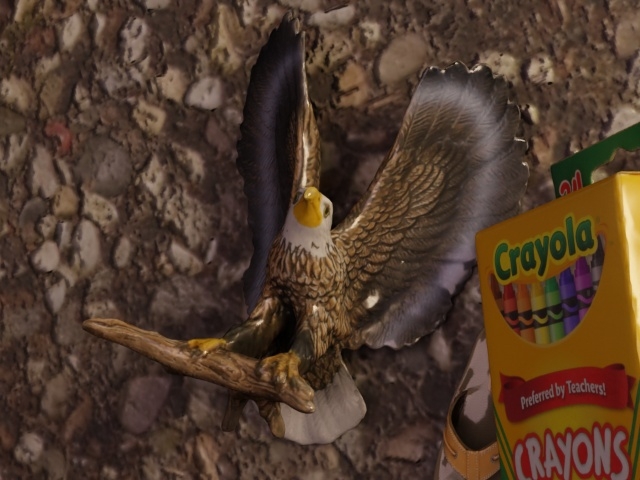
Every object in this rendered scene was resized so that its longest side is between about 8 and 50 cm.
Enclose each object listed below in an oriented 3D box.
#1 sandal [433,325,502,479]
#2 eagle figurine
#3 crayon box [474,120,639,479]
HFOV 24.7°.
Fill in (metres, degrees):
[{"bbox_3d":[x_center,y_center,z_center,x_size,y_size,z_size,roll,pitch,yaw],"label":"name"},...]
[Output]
[{"bbox_3d":[0.123,0.142,1.093,0.072,0.049,0.180,11,86,23],"label":"sandal"},{"bbox_3d":[0.004,-0.004,1.114,0.226,0.225,0.298,38,61,-17],"label":"eagle figurine"},{"bbox_3d":[0.193,0.080,0.995,0.081,0.202,0.319,-1,79,-21],"label":"crayon box"}]
